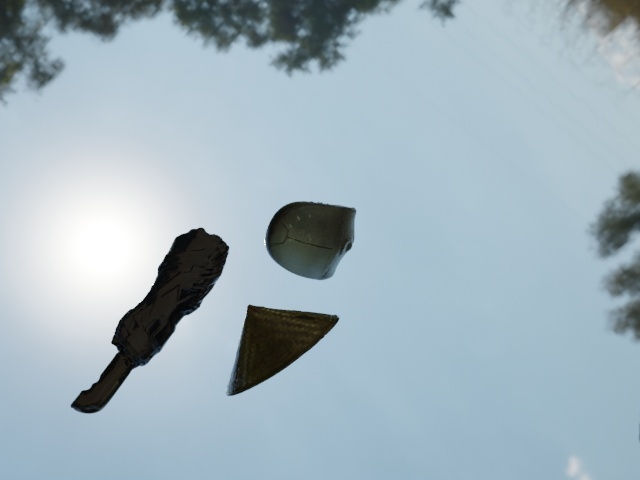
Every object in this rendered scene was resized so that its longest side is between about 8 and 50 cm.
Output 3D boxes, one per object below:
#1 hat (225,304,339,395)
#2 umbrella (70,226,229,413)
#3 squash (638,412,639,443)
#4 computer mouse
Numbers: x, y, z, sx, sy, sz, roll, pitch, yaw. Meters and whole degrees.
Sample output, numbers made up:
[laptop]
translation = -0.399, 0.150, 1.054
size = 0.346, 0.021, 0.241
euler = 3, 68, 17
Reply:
[hat]
translation = -0.057, 0.095, 1.129
size = 0.067, 0.146, 0.146
euler = 56, -155, -5
[umbrella]
translation = -0.188, 0.095, 1.197
size = 0.071, 0.248, 0.071
euler = 30, 166, 8
[squash]
translation = 0.554, 0.266, 1.504
size = 0.218, 0.172, 0.218
euler = 13, -116, -28
[computer mouse]
translation = 0.004, 0.002, 1.507
size = 0.068, 0.113, 0.229
euler = 26, -170, 28
